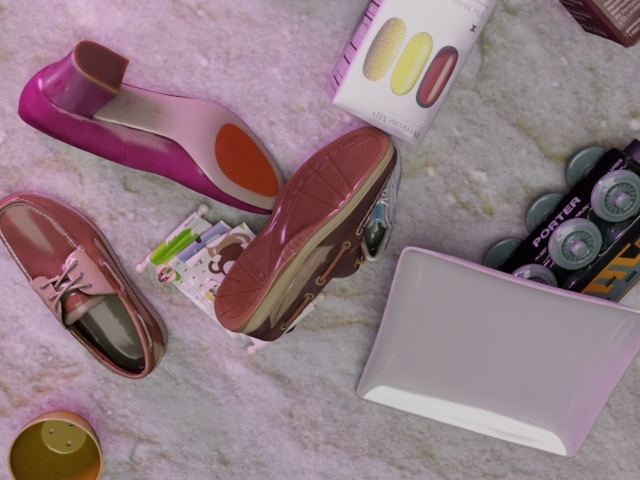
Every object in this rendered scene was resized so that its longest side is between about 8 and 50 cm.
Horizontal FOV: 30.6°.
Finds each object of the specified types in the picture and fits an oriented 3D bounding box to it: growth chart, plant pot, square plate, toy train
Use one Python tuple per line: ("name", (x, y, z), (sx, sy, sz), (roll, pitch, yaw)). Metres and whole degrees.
("growth chart", (-0.124, 0.054, 1.677), (0.237, 0.021, 0.172), (39, 109, -9))
("plant pot", (-0.381, 0.301, 1.709), (0.134, 0.095, 0.134), (-1, 107, -4))
("square plate", (0.248, 0.156, 1.648), (0.343, 0.049, 0.347), (16, 136, 2))
("toy train", (0.381, 0.016, 1.664), (0.190, 0.142, 0.334), (37, 101, -23))

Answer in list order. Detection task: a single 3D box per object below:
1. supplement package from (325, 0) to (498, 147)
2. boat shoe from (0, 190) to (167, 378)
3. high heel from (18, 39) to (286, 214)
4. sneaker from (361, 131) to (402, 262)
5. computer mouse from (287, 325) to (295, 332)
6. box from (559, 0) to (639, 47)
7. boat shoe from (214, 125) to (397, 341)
("supplement package", (0.122, -0.269, 1.554), (0.139, 0.134, 0.244), (25, 104, -10))
("boat shoe", (-0.330, 0.064, 1.631), (0.123, 0.116, 0.324), (-41, 105, 8))
("high heel", (-0.226, -0.130, 1.615), (0.377, 0.127, 0.181), (37, 141, -23))
("sneaker", (0.082, -0.057, 1.643), (0.071, 0.083, 0.191), (1, 105, -3))
("computer mouse", (-0.030, 0.023, 1.687), (0.071, 0.041, 0.242), (17, 112, -1))
("box", (0.299, -0.433, 1.489), (0.143, 0.191, 0.381), (-41, 105, 8))
("boat shoe", (0.000, 0.000, 1.603), (0.123, 0.123, 0.342), (31, 99, -41))
